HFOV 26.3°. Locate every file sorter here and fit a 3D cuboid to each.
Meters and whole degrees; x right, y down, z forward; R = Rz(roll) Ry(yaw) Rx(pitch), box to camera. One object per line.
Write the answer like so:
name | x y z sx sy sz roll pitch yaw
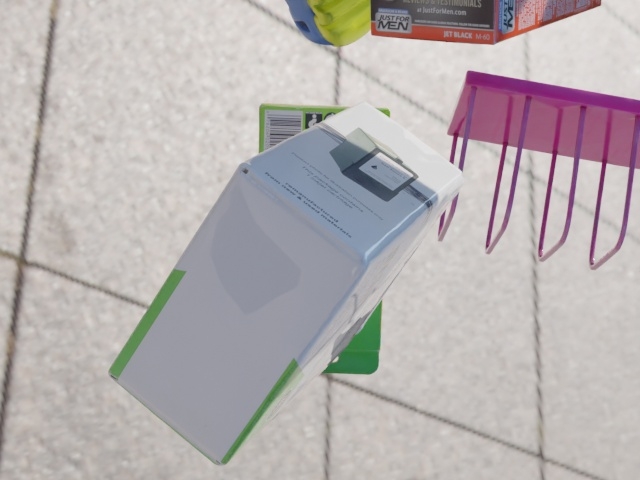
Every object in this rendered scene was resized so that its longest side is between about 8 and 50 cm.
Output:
file sorter | 0.300 -0.071 1.708 0.202 0.291 0.182 95 5 -77

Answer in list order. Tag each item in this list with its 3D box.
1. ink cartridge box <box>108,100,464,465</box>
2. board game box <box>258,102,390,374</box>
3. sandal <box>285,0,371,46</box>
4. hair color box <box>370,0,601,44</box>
ink cartridge box | -0.015 0.021 1.046 0.115 0.198 0.273 37 23 7
board game box | 0.000 0.000 1.313 0.039 0.124 0.259 -89 -179 -82
sandal | -0.019 -0.302 1.046 0.126 0.138 0.317 -32 122 -36
hair color box | 0.114 -0.171 0.915 0.167 0.093 0.053 -24 119 -52
